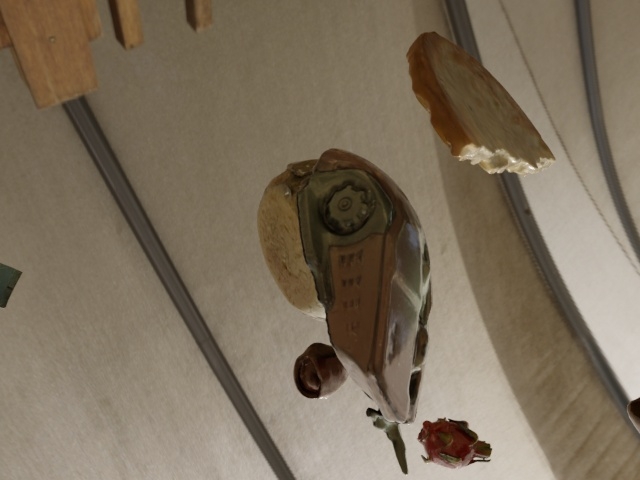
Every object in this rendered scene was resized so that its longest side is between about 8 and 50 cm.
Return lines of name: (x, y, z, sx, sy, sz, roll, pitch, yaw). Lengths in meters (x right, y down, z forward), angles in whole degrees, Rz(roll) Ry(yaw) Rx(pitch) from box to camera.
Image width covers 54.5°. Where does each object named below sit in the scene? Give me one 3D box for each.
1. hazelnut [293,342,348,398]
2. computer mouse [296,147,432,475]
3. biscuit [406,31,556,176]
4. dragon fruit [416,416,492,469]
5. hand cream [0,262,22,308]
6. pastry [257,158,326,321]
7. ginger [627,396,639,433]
hazelnut: (0.001, 0.191, 0.909, 0.086, 0.086, 0.086, 4, -121, -6)
computer mouse: (0.074, 0.056, 0.703, 0.114, 0.199, 0.389, -21, -115, 21)
biscuit: (0.192, -0.171, 0.786, 0.309, 0.040, 0.205, -4, -118, -53)
dragon fruit: (0.221, 0.336, 1.023, 0.116, 0.086, 0.081, 18, -135, -3)
hand cream: (-0.685, 0.022, 1.076, 0.312, 0.070, 0.111, 32, -157, -23)
pastry: (0.000, 0.002, 0.979, 0.133, 0.265, 0.265, -16, -117, -23)
ginger: (0.424, 0.130, 0.372, 0.176, 0.418, 0.254, 30, -86, -32)
